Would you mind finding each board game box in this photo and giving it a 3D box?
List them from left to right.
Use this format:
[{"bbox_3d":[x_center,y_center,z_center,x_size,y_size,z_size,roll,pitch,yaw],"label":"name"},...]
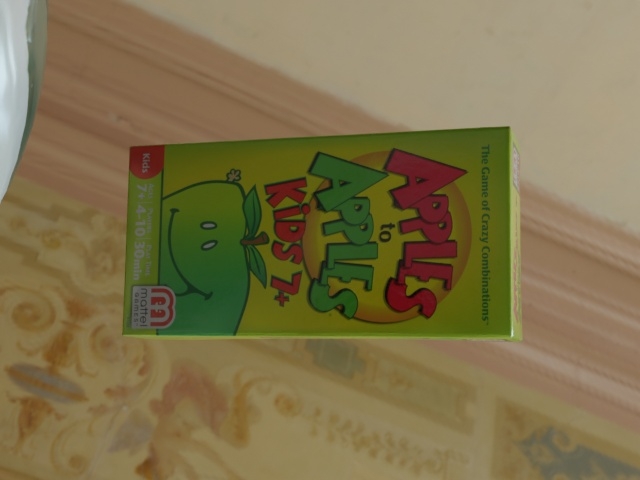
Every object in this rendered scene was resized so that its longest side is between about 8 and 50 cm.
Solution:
[{"bbox_3d":[0.000,0.000,0.495,0.181,0.043,0.092,-1,-98,17],"label":"board game box"}]

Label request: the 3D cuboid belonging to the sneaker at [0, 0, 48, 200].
[{"bbox_3d":[-0.198,0.075,0.323,0.158,0.410,0.182,15,-148,1],"label":"sneaker"}]
